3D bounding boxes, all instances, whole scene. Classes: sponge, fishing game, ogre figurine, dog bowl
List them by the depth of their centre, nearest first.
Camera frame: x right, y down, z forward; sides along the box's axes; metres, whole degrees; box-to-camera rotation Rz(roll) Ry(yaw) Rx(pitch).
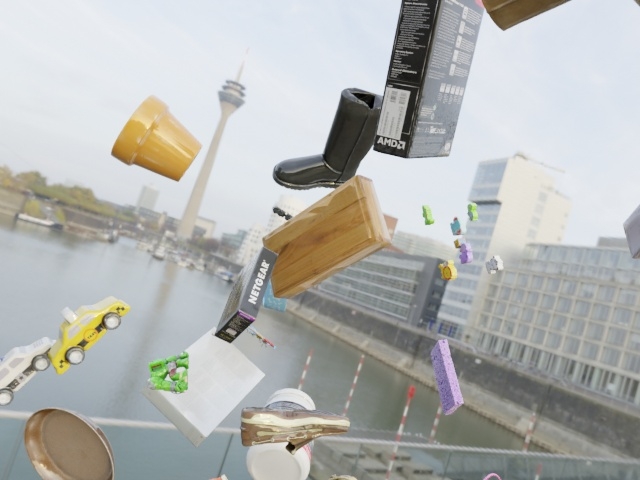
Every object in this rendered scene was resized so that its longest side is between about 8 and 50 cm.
[{"bbox_3d":[-0.480,0.417,1.649,0.118,0.096,0.197,-2,41,-10],"label":"ogre figurine"},{"bbox_3d":[0.397,0.434,1.653,0.031,0.210,0.117,-2,-35,-7],"label":"sponge"},{"bbox_3d":[-0.161,0.135,1.810,0.074,0.165,0.297,4,19,-10],"label":"dog bowl"},{"bbox_3d":[-0.254,0.377,2.055,0.189,0.041,0.264,38,-12,-1],"label":"fishing game"}]

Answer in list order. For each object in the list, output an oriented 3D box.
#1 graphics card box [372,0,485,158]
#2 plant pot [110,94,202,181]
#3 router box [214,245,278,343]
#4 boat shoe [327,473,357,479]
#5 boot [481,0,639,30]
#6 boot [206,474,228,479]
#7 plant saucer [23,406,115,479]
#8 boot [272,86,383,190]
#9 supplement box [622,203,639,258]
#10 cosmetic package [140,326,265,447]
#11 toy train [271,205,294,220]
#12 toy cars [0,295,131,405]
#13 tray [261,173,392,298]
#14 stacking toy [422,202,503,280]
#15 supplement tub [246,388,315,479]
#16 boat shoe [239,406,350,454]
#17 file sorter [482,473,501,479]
[{"bbox_3d":[0.236,-0.362,1.102,0.094,0.370,0.233,20,21,31],"label":"graphics card box"},{"bbox_3d":[-0.442,-0.266,1.451,0.188,0.205,0.205,35,-9,-15],"label":"plant pot"},{"bbox_3d":[-0.160,0.117,1.126,0.046,0.178,0.133,30,-43,-16],"label":"router box"},{"bbox_3d":[0.036,0.583,1.159,0.123,0.119,0.324,3,-24,27],"label":"boat shoe"},{"bbox_3d":[0.398,-0.383,0.797,0.270,0.089,0.236,-4,-60,50],"label":"boot"},{"bbox_3d":[-0.244,0.657,1.295,0.085,0.157,0.059,-22,19,-15],"label":"boot"},{"bbox_3d":[-0.712,0.606,1.497,0.311,0.310,0.050,17,20,13],"label":"plant saucer"},{"bbox_3d":[0.038,-0.387,2.016,0.367,0.146,0.445,-4,-31,-25],"label":"boot"},{"bbox_3d":[0.624,-0.028,0.803,0.240,0.073,0.130,0,-30,4],"label":"supplement box"},{"bbox_3d":[-0.427,0.532,1.942,0.284,0.097,0.377,44,35,6],"label":"cosmetic package"},{"bbox_3d":[-0.101,-0.076,1.783,0.158,0.027,0.036,32,16,21],"label":"toy train"},{"bbox_3d":[-0.579,0.224,1.096,0.087,0.394,0.176,53,17,-23],"label":"toy cars"},{"bbox_3d":[0.000,0.000,1.504,0.076,0.202,0.411,11,-33,-45],"label":"tray"},{"bbox_3d":[0.377,-0.004,1.386,0.167,0.221,0.052,-4,-23,-22],"label":"stacking toy"},{"bbox_3d":[-0.113,0.615,1.629,0.191,0.191,0.272,18,22,0],"label":"supplement tub"},{"bbox_3d":[-0.059,0.438,1.188,0.258,0.095,0.095,9,-12,-14],"label":"boat shoe"},{"bbox_3d":[0.594,0.885,1.585,0.182,0.202,0.291,56,-16,-13],"label":"file sorter"}]
